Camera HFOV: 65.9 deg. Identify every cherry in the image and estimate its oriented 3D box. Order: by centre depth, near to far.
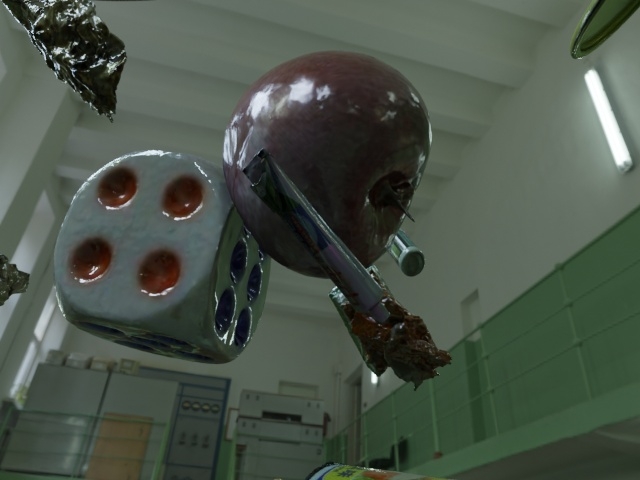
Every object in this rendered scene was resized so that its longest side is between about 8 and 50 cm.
[{"bbox_3d":[-0.003,-0.097,0.595,0.221,0.307,0.261,5,-68,-41],"label":"cherry"}]

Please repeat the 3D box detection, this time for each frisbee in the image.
[{"bbox_3d":[0.425,-0.349,0.659,0.236,0.017,0.236,-38,-19,-15],"label":"frisbee"}]

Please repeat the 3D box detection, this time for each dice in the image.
[{"bbox_3d":[-0.227,0.036,0.765,0.251,0.259,0.243,8,-22,12],"label":"dice"}]

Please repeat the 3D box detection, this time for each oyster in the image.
[{"bbox_3d":[-0.472,-0.350,0.903,0.396,0.111,0.204,46,-37,19],"label":"oyster"}]

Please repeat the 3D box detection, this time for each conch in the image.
[{"bbox_3d":[-0.903,0.115,1.338,0.245,0.163,0.178,-2,-15,40],"label":"conch"}]

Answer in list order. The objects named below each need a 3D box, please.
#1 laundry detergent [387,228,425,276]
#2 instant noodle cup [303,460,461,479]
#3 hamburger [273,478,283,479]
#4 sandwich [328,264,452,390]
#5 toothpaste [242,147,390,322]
[{"bbox_3d":[0.195,-0.005,1.325,0.070,0.226,0.099,-34,-45,3],"label":"laundry detergent"},{"bbox_3d":[0.122,0.356,0.494,0.312,0.284,0.284,-2,-31,36],"label":"instant noodle cup"},{"bbox_3d":[-0.061,0.640,0.996,0.158,0.319,0.319,-22,-26,-23],"label":"hamburger"},{"bbox_3d":[0.097,0.134,0.763,0.109,0.160,0.185,-35,-79,-4],"label":"sandwich"},{"bbox_3d":[0.000,0.000,0.398,0.170,0.028,0.045,50,-29,-7],"label":"toothpaste"}]
